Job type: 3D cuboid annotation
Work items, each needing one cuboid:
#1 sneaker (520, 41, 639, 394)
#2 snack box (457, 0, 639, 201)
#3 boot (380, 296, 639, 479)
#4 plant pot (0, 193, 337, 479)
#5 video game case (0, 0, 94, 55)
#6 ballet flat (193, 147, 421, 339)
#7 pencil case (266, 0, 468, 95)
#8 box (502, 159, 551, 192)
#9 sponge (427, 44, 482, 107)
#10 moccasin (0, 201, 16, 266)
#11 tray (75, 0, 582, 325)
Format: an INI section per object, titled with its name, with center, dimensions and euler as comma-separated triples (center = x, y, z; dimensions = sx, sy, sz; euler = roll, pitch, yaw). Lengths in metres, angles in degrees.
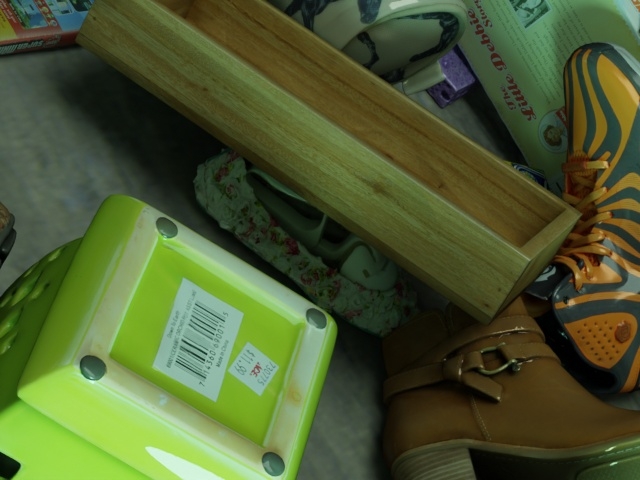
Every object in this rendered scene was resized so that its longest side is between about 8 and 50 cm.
[sneaker]
center = 0.246, -0.011, 1.656
dimensions = 0.180, 0.124, 0.321
euler = -19, 93, -25
[snack box]
center = 0.264, -0.145, 1.776
dimensions = 0.060, 0.187, 0.322
euler = -21, 79, -47
[boot]
center = 0.186, 0.130, 1.489
dimensions = 0.220, 0.283, 0.109
euler = -99, 166, -46
[plant pot]
center = -0.126, 0.117, 1.262
dimensions = 0.227, 0.207, 0.228
euler = 32, 43, -13
[video game case]
center = -0.316, -0.240, 1.549
dimensions = 0.285, 0.025, 0.204
euler = -16, 67, -45
[ballet flat]
center = 0.000, 0.000, 1.558
dimensions = 0.241, 0.077, 0.091
euler = 34, 40, -11
[pencil case]
center = -0.021, -0.320, 1.747
dimensions = 0.410, 0.160, 0.183
euler = 59, 20, 17
[box]
center = 0.136, -0.045, 1.717
dimensions = 0.169, 0.059, 0.054
euler = 11, 48, -32
[sponge]
center = 0.094, -0.237, 1.868
dimensions = 0.210, 0.031, 0.117
euler = 49, 42, 7
[moccasin]
center = -0.317, 0.083, 1.192
dimensions = 0.147, 0.139, 0.380
euler = 26, 46, -10
[tray]
center = 0.012, -0.091, 1.542
dimensions = 0.411, 0.076, 0.203
euler = 34, 20, 10
